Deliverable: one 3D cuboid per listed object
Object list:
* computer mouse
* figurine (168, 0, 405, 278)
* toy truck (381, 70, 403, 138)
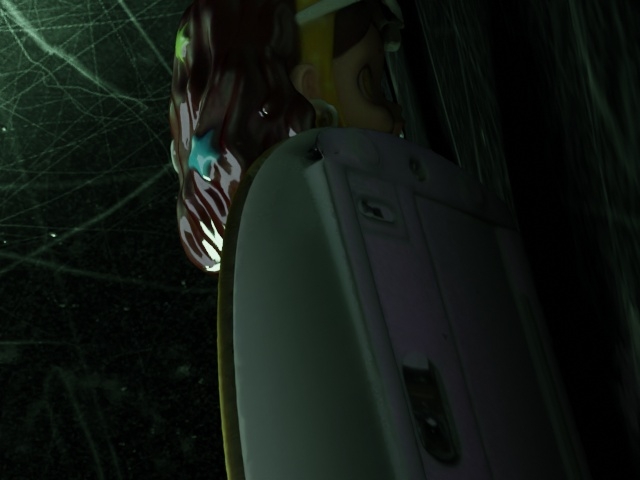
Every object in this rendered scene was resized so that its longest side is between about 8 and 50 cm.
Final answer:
[{"bbox_3d":[0.034,0.083,0.524,0.126,0.056,0.245,18,-130,-48],"label":"computer mouse"},{"bbox_3d":[-0.001,-0.002,0.849,0.175,0.116,0.240,77,179,-82],"label":"figurine"},{"bbox_3d":[0.025,-0.080,1.060,0.032,0.024,0.083,116,145,-52],"label":"toy truck"}]
